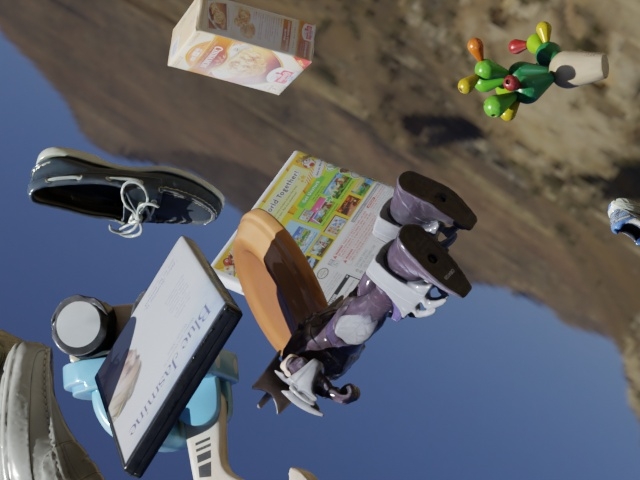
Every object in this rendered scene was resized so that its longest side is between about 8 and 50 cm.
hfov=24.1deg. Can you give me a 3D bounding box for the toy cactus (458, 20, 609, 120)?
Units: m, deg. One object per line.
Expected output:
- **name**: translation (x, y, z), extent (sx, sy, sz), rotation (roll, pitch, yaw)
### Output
- **toy cactus**: translation (0.287, -0.231, 1.969), extent (0.181, 0.112, 0.219), rotation (-3, -161, 28)

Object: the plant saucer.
- **plant saucer**: translation (-0.045, 0.061, 1.668), extent (0.200, 0.037, 0.200), rotation (52, 159, 30)

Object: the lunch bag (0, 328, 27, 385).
- **lunch bag**: translation (-0.579, 0.245, 2.170), extent (0.256, 0.305, 0.212), rotation (31, -177, -24)

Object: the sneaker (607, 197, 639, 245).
- **sneaker**: translation (0.478, -0.012, 2.164), extent (0.135, 0.052, 0.058), rotation (15, -127, -2)

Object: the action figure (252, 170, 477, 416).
- **action figure**: translation (0.037, 0.070, 1.349), extent (0.099, 0.285, 0.185), rotation (34, -134, -3)

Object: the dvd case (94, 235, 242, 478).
- **dvd case**: translation (-0.153, 0.104, 1.444), extent (0.022, 0.180, 0.253), rotation (31, -175, -20)

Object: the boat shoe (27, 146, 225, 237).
- **boat shoe**: translation (-0.254, -0.056, 1.956), extent (0.255, 0.095, 0.079), rotation (15, -135, -8)

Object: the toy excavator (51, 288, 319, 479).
- **toy excavator**: translation (-0.220, 0.305, 2.539), extent (0.433, 0.445, 0.222), rotation (-8, 169, 12)

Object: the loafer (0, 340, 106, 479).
- **loafer**: translation (-0.255, 0.250, 1.465), extent (0.112, 0.319, 0.112), rotation (-8, 160, -4)

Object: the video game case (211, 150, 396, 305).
- **video game case**: translation (0.000, 0.000, 1.913), extent (0.206, 0.227, 0.026), rotation (22, 149, 22)

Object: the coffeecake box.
- **coffeecake box**: translation (-0.120, -0.296, 2.268), extent (0.186, 0.068, 0.142), rotation (13, 160, -19)
